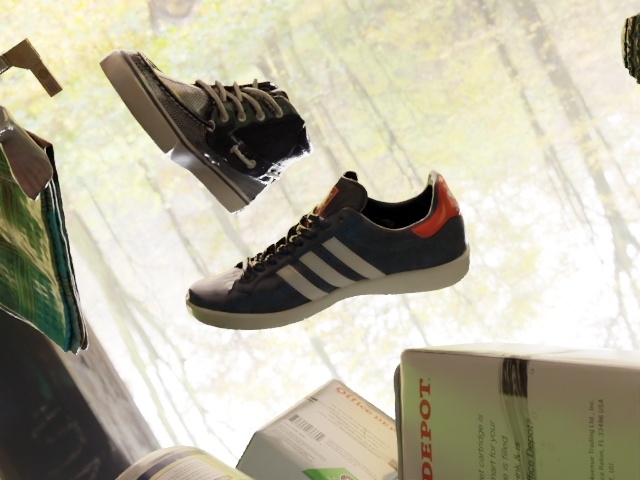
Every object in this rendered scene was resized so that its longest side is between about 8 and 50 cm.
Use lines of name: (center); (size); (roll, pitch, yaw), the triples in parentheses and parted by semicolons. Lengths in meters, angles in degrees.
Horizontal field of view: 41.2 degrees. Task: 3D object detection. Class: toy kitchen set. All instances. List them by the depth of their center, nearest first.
toy kitchen set: (-0.365, -0.188, 1.018); (0.083, 0.075, 0.068); (-35, -158, -3)

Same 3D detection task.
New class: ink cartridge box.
ink cartridge box: (0.258, 0.246, 0.796); (0.166, 0.286, 0.395); (0, 177, -35)
ink cartridge box: (0.019, 0.370, 1.415); (0.289, 0.211, 0.122); (-18, 139, -62)

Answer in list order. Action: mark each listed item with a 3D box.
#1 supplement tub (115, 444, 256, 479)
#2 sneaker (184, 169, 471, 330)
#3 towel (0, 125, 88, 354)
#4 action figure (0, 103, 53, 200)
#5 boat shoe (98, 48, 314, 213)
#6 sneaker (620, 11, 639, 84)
supplement tub: (-0.098, 0.404, 0.993); (0.324, 0.236, 0.235); (18, -141, 36)
sneaker: (0.000, 0.000, 1.017); (0.349, 0.148, 0.131); (-14, -156, -3)
towel: (-0.430, -0.028, 1.114); (0.271, 0.370, 0.040); (27, -132, 19)
action figure: (-0.338, -0.030, 0.406); (0.341, 0.179, 0.330); (4, -173, 5)
boat shoe: (-0.125, -0.163, 1.053); (0.158, 0.127, 0.340); (-36, 155, 3)
sneaker: (0.298, -0.136, 0.615); (0.162, 0.063, 0.073); (20, -143, 37)
